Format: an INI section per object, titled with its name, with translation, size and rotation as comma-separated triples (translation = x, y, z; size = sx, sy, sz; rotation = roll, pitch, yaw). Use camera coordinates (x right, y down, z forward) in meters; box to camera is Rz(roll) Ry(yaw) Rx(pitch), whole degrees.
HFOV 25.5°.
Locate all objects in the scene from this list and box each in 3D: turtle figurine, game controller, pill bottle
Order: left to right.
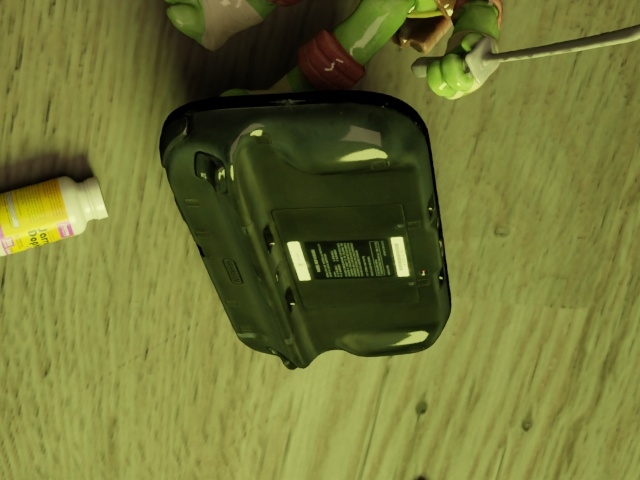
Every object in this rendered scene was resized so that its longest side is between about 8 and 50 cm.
[pill bottle]
translation = -0.195, -0.020, 1.006
size = 0.083, 0.043, 0.043
rotation = -17, 117, -6
[game controller]
translation = 0.000, 0.000, 0.968
size = 0.167, 0.067, 0.319
rotation = -10, 150, 4
[turtle figurine]
translation = 0.028, -0.178, 0.884
size = 0.266, 0.274, 0.198
rotation = -33, 113, 16
